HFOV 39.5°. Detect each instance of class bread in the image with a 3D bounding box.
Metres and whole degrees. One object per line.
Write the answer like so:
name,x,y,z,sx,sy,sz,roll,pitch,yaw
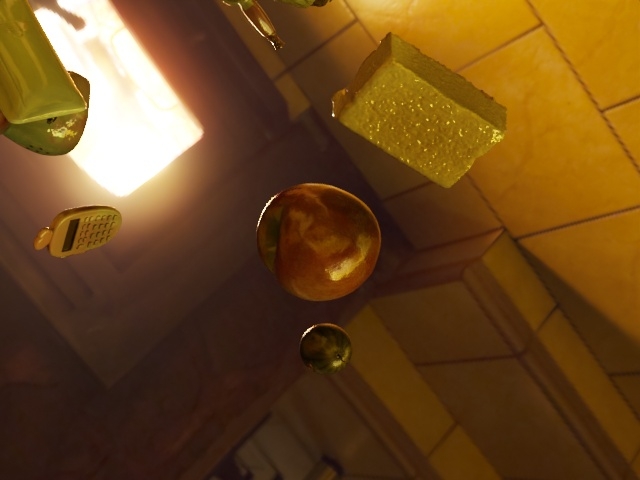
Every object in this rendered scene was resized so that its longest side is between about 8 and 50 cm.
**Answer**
bread,0.123,-0.157,1.094,0.188,0.068,0.125,29,133,-19

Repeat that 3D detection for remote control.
remote control,-0.411,-0.270,1.180,0.293,0.103,0.051,55,145,25

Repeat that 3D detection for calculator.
calculator,-0.414,-0.017,1.525,0.024,0.165,0.103,47,128,27

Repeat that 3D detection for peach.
peach,0.000,0.000,1.791,0.252,0.252,0.252,32,147,24

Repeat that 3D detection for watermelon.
watermelon,0.017,0.222,1.793,0.133,0.105,0.105,18,141,59

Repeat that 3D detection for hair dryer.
hair dryer,-0.110,-0.369,1.427,0.154,0.054,0.106,56,-169,-22

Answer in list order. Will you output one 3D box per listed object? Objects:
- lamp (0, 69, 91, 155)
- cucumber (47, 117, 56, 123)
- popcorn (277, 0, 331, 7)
lamp,-0.611,-0.236,1.689,0.247,0.301,0.248,-6,77,50
cucumber,-0.492,-0.293,1.588,0.036,0.033,0.184,113,141,-76
popcorn,-0.004,-0.375,1.040,0.212,0.198,0.198,-23,112,19
